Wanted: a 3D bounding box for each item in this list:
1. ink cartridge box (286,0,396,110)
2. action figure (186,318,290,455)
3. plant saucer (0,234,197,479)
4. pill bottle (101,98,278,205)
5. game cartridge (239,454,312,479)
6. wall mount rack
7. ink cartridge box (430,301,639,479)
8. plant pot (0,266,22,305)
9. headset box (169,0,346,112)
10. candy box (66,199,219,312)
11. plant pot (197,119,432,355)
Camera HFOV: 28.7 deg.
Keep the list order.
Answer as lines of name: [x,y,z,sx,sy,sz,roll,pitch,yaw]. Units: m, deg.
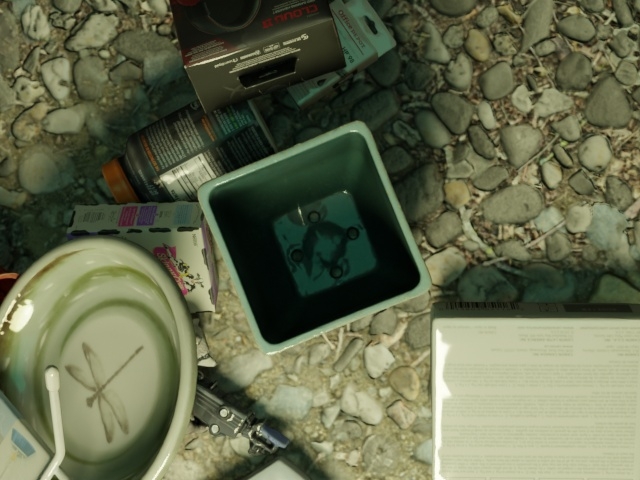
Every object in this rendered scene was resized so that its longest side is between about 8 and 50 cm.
ink cartridge box: [0.014,-0.289,1.880,0.180,0.060,0.104,-35,85,2]
action figure: [-0.229,0.274,1.820,0.341,0.178,0.330,25,99,8]
plant saucer: [-0.304,0.195,1.721,0.400,0.100,0.400,-9,74,33]
pill bottle: [-0.197,-0.128,1.852,0.246,0.130,0.130,-27,86,2]
game cartridge: [-0.038,0.477,1.844,0.198,0.062,0.297,-33,91,-2]
wall mount rack: [-0.438,0.241,1.661,0.350,0.130,0.304,38,101,34]
ink cartridge box: [0.316,0.282,1.844,0.308,0.091,0.385,0,104,3]
plant pot: [-0.617,0.073,1.821,0.265,0.272,0.272,39,91,13]
headset box: [-0.099,-0.329,1.800,0.218,0.110,0.293,-17,55,3]
candy box: [-0.256,0.028,1.837,0.196,0.070,0.165,-3,128,4]
plant pot: [0.000,0.000,1.773,0.247,0.252,0.248,-22,87,3]
